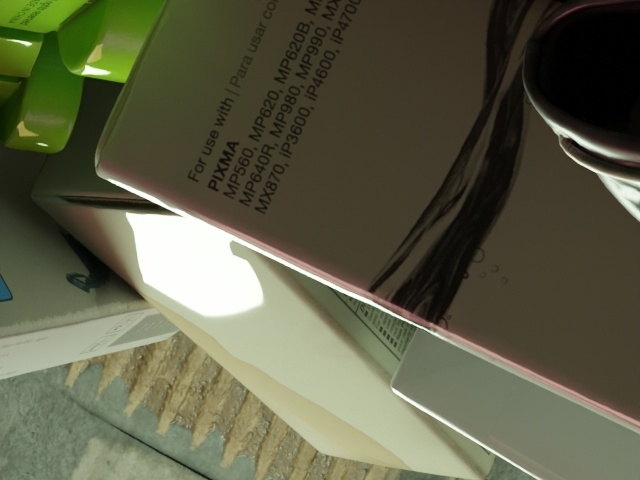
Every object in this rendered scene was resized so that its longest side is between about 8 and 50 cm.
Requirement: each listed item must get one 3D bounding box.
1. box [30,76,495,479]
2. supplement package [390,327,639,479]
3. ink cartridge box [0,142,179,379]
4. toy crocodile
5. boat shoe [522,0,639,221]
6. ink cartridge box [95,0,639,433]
[{"bbox_3d":[0.000,0.000,0.861,0.121,0.148,0.311,4,151,34],"label":"box"},{"bbox_3d":[0.202,0.053,0.859,0.175,0.177,0.293,29,-174,29],"label":"supplement package"},{"bbox_3d":[-0.201,-0.053,0.830,0.261,0.066,0.296,58,-157,11],"label":"ink cartridge box"},{"bbox_3d":[-0.135,-0.105,0.614,0.115,0.105,0.340,6,169,-22],"label":"toy crocodile"},{"bbox_3d":[0.099,-0.010,0.307,0.065,0.075,0.206,20,-170,-20],"label":"boat shoe"},{"bbox_3d":[0.086,-0.014,0.570,0.273,0.114,0.197,24,-176,13],"label":"ink cartridge box"}]
